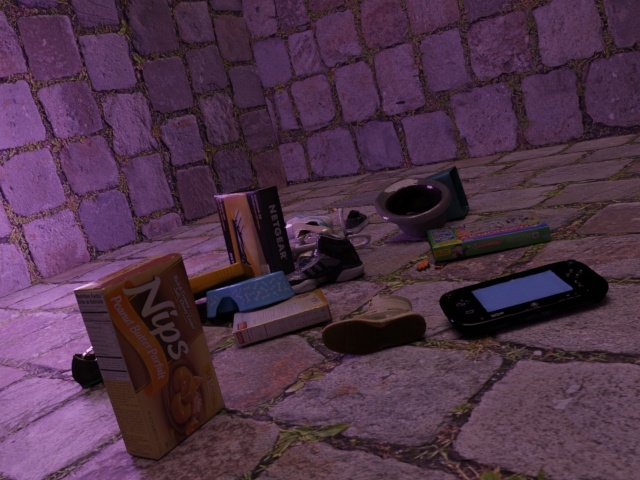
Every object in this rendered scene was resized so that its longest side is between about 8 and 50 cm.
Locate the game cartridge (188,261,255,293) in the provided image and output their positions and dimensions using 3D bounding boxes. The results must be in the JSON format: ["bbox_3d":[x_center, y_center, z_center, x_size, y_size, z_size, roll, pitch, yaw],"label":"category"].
[{"bbox_3d":[-0.364,0.145,1.867,0.324,0.052,0.285,-18,-6,0],"label":"game cartridge"}]

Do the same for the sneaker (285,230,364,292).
[{"bbox_3d":[-0.015,0.057,1.832,0.269,0.153,0.101,-14,11,1],"label":"sneaker"}]

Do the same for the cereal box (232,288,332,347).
[{"bbox_3d":[-0.100,0.191,1.569,0.240,0.047,0.173,-16,10,-3],"label":"cereal box"}]

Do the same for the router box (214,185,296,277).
[{"bbox_3d":[-0.215,-0.015,2.034,0.081,0.308,0.243,-21,12,-42],"label":"router box"}]

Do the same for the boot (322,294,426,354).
[{"bbox_3d":[0.106,0.174,1.336,0.213,0.077,0.165,-10,12,-1],"label":"boot"}]

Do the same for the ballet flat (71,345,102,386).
[{"bbox_3d":[-0.481,0.269,1.556,0.281,0.096,0.095,-21,13,-30],"label":"ballet flat"}]

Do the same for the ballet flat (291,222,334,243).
[{"bbox_3d":[-0.050,-0.022,2.449,0.086,0.086,0.249,-24,16,-37],"label":"ballet flat"}]

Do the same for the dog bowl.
[{"bbox_3d":[-0.203,0.147,1.716,0.297,0.074,0.166,-17,-1,44],"label":"dog bowl"}]

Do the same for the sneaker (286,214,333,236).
[{"bbox_3d":[-0.066,-0.058,2.592,0.229,0.087,0.092,-9,10,30],"label":"sneaker"}]

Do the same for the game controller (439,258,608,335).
[{"bbox_3d":[0.409,0.113,1.271,0.320,0.067,0.166,-15,12,-1],"label":"game controller"}]

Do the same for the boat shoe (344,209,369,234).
[{"bbox_3d":[0.137,-0.085,2.497,0.080,0.076,0.228,-9,13,23],"label":"boat shoe"}]

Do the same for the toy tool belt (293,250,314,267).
[{"bbox_3d":[-0.055,0.069,2.077,0.083,0.051,0.052,-17,-23,14],"label":"toy tool belt"}]

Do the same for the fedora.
[{"bbox_3d":[0.330,-0.099,2.133,0.244,0.124,0.275,-38,34,-23],"label":"fedora"}]

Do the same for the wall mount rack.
[{"bbox_3d":[0.000,0.000,2.184,0.350,0.130,0.304,-13,-21,5],"label":"wall mount rack"}]

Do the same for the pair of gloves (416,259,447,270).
[{"bbox_3d":[0.310,0.067,1.739,0.083,0.010,0.074,-8,13,26],"label":"pair of gloves"}]

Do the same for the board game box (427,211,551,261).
[{"bbox_3d":[0.477,-0.014,1.805,0.318,0.046,0.213,-11,12,7],"label":"board game box"}]

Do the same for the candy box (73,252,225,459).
[{"bbox_3d":[-0.296,0.200,1.114,0.088,0.316,0.183,-6,14,34],"label":"candy box"}]

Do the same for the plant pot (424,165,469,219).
[{"bbox_3d":[0.398,-0.148,2.283,0.234,0.165,0.166,-17,8,23],"label":"plant pot"}]
